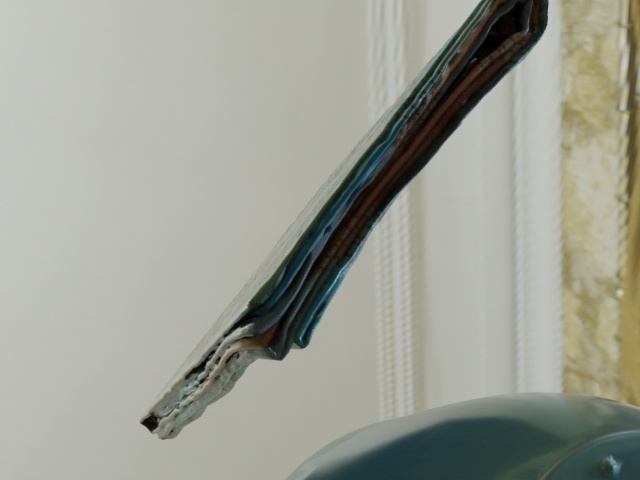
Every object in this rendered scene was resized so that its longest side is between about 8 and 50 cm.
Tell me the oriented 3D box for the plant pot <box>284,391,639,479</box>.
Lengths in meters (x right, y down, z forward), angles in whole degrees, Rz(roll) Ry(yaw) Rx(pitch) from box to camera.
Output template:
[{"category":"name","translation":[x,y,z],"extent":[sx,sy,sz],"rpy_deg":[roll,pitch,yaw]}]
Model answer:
[{"category":"plant pot","translation":[0.120,0.213,0.731],"extent":[0.293,0.235,0.293],"rpy_deg":[8,-112,-19]}]

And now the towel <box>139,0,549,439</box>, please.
[{"category":"towel","translation":[0.000,0.000,0.877],"extent":[0.040,0.370,0.271],"rpy_deg":[39,-112,-2]}]
